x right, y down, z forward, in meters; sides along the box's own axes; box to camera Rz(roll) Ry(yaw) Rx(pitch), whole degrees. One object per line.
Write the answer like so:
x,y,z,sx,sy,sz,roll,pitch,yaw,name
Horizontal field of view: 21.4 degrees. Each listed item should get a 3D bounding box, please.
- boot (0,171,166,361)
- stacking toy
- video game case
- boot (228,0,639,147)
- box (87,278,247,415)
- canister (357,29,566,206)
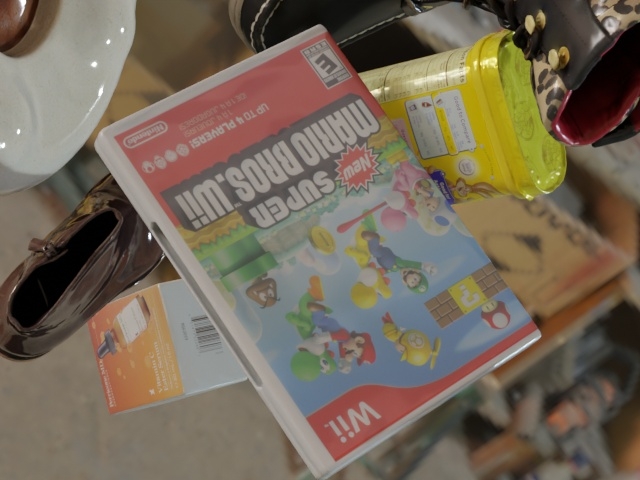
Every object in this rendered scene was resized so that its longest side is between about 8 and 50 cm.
-0.176,0.002,1.401,0.090,0.248,0.207,43,-19,-4,boot
-0.429,-0.238,1.446,0.351,0.480,0.350,10,90,-67,stacking toy
0.000,0.000,1.196,0.204,0.025,0.285,-29,79,-28,video game case
0.128,-0.186,1.264,0.138,0.377,0.284,48,13,-54,boot
-0.180,0.121,1.956,0.091,0.170,0.130,-11,83,-39,box
0.090,-0.084,1.312,0.073,0.170,0.126,-36,111,-53,canister
